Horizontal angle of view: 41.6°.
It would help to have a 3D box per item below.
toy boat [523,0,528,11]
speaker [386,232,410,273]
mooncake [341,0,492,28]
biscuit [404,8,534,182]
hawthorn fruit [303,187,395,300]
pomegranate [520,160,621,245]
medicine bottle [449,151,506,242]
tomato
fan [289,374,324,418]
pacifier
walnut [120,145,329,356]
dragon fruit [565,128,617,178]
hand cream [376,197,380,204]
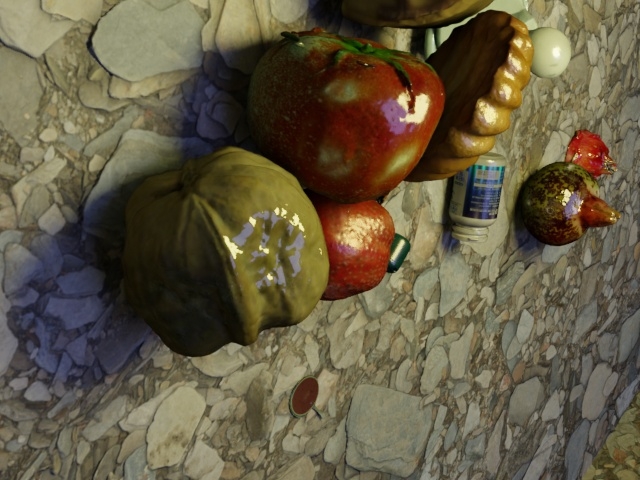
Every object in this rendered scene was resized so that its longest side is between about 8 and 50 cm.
[{"bbox_3d":[0.431,-0.468,1.839,0.066,0.059,0.140,-6,112,-30],"label":"toy boat"},{"bbox_3d":[0.142,0.029,1.709,0.075,0.060,0.094,-58,174,-17],"label":"speaker"},{"bbox_3d":[0.154,-0.545,1.351,0.394,0.393,0.246,52,30,0],"label":"mooncake"},{"bbox_3d":[0.231,-0.230,1.401,0.107,0.325,0.326,33,77,-22],"label":"biscuit"},{"bbox_3d":[0.000,0.000,1.415,0.253,0.205,0.205,9,98,-41],"label":"hawthorn fruit"},{"bbox_3d":[0.616,-0.080,2.063,0.214,0.248,0.214,-19,120,-37],"label":"pomegranate"},{"bbox_3d":[0.339,-0.096,1.840,0.107,0.107,0.191,-10,112,-48],"label":"medicine bottle"},{"bbox_3d":[0.039,-0.188,1.305,0.303,0.303,0.239,-10,123,-48],"label":"tomato"},{"bbox_3d":[-0.020,0.318,1.659,0.085,0.005,0.133,-55,137,-20],"label":"fan"},{"bbox_3d":[0.356,-0.375,1.633,0.288,0.269,0.343,-48,134,-9],"label":"pacifier"},{"bbox_3d":[-0.140,0.018,1.198,0.282,0.253,0.277,-30,120,-28],"label":"walnut"},{"bbox_3d":[0.735,-0.223,2.258,0.153,0.111,0.153,-20,117,-48],"label":"dragon fruit"},{"bbox_3d":[0.089,-0.124,1.594,0.163,0.039,0.062,35,61,-52],"label":"hand cream"}]
